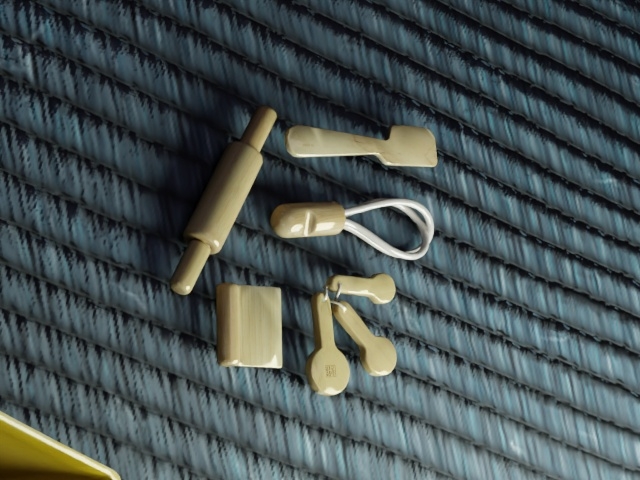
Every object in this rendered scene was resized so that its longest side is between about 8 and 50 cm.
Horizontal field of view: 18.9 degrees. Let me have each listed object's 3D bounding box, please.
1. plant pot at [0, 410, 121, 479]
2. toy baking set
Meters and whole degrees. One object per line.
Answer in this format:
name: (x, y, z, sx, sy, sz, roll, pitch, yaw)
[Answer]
plant pot: (-0.265, 0.199, 1.074, 0.212, 0.187, 0.212, 40, 55, -53)
toy baking set: (-0.006, -0.002, 1.426, 0.197, 0.030, 0.256, 34, 62, -27)
